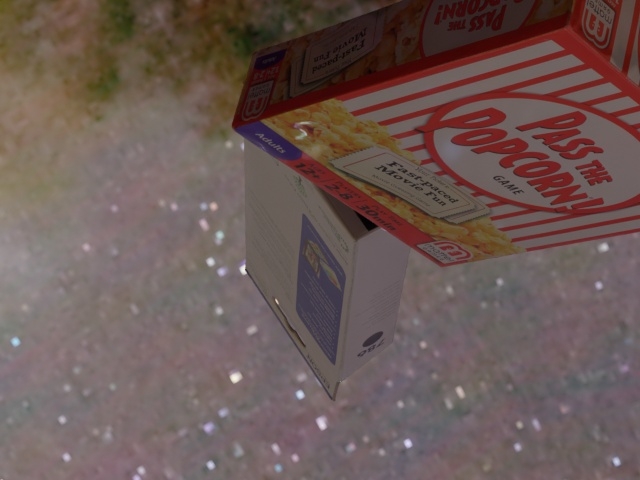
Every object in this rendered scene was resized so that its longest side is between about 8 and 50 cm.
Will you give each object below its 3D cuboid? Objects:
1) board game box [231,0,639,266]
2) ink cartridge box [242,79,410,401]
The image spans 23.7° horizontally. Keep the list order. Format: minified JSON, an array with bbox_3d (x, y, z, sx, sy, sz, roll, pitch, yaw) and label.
[{"bbox_3d":[0.079,-0.050,0.661,0.193,0.147,0.045,-13,-126,47],"label":"board game box"},{"bbox_3d":[0.000,0.000,1.278,0.065,0.332,0.165,-29,-111,-17],"label":"ink cartridge box"}]
